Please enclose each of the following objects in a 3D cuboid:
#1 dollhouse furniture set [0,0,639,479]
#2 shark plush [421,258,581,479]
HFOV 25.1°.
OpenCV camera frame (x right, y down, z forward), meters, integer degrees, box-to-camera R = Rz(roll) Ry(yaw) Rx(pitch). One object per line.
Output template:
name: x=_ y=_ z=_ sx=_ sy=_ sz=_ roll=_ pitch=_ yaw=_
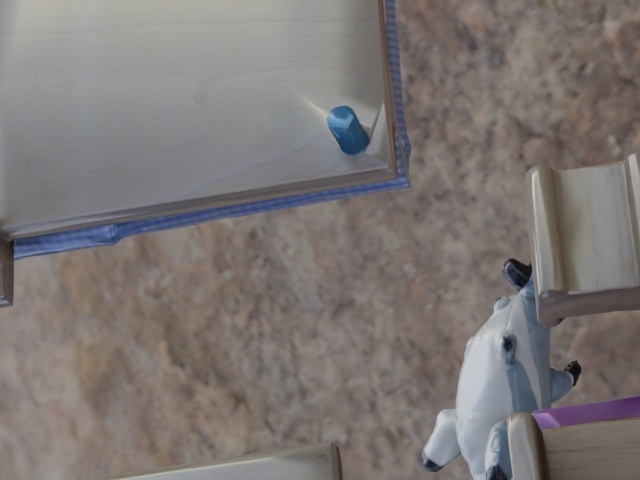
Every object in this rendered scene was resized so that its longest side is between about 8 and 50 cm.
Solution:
dollhouse furniture set: x=0.000 y=0.000 z=0.549 sx=0.198 sy=0.286 sz=0.303 roll=53 pitch=-151 yaw=-65
shark plush: x=0.104 y=0.068 z=0.742 sx=0.073 sy=0.067 sz=0.161 roll=-25 pitch=53 yaw=59
